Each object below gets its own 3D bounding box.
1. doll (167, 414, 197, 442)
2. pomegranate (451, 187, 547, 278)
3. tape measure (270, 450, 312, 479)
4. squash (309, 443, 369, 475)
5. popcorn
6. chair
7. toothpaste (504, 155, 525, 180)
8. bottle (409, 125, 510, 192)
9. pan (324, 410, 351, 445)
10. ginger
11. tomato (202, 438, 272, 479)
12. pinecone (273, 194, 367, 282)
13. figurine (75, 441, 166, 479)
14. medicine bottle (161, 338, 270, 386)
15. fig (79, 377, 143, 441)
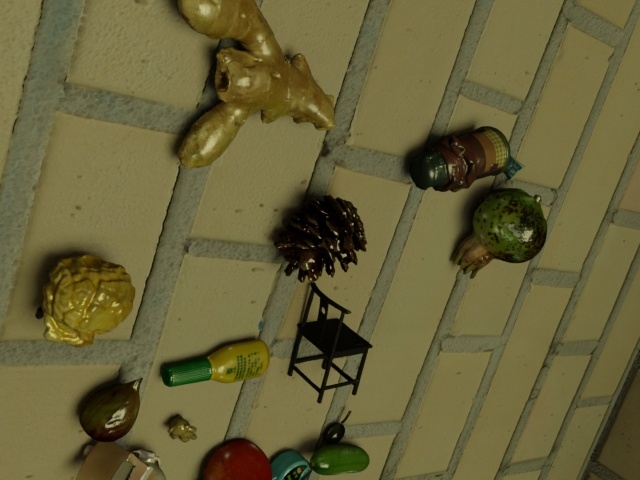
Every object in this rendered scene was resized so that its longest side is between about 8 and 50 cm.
[{"bbox_3d":[-0.316,0.441,1.752,0.061,0.051,0.093,-18,124,1],"label":"doll"},{"bbox_3d":[0.493,-0.027,2.129,0.222,0.276,0.204,41,43,-25],"label":"pomegranate"},{"bbox_3d":[-0.088,0.624,2.020,0.146,0.081,0.125,-35,134,-23],"label":"tape measure"},{"bbox_3d":[0.062,0.603,2.113,0.292,0.082,0.082,23,96,-57],"label":"squash"},{"bbox_3d":[-0.432,0.110,1.409,0.170,0.180,0.180,-11,131,14],"label":"popcorn"},{"bbox_3d":[0.029,0.244,1.878,0.141,0.154,0.260,-3,116,-40],"label":"chair"},{"bbox_3d":[0.511,-0.226,2.124,0.057,0.035,0.197,-47,137,10],"label":"toothpaste"},{"bbox_3d":[0.347,-0.202,1.921,0.271,0.143,0.156,-19,123,-31],"label":"bottle"},{"bbox_3d":[0.049,0.514,2.118,0.068,0.023,0.115,29,94,-44],"label":"pan"},{"bbox_3d":[-0.123,-0.336,1.486,0.348,0.122,0.363,-18,117,-36],"label":"ginger"},{"bbox_3d":[-0.202,0.621,1.880,0.200,0.139,0.233,10,105,-49],"label":"tomato"},{"bbox_3d":[0.000,-0.006,1.711,0.204,0.179,0.184,-21,103,-11],"label":"pinecone"},{"bbox_3d":[-0.417,0.527,1.662,0.162,0.141,0.237,-66,150,-25],"label":"figurine"},{"bbox_3d":[-0.233,0.286,1.732,0.260,0.064,0.095,-6,113,-39],"label":"medicine bottle"},{"bbox_3d":[-0.421,0.341,1.576,0.155,0.103,0.109,-54,158,7],"label":"fig"}]
